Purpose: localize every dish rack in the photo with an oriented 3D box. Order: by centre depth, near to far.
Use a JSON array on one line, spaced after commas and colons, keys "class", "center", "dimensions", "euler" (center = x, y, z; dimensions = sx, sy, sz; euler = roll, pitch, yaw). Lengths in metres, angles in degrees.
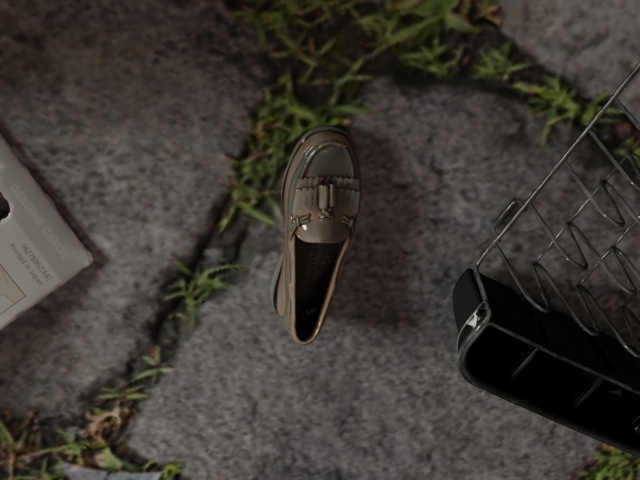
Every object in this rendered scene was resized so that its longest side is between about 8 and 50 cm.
[{"class": "dish rack", "center": [0.217, -0.008, 0.829], "dimensions": [0.208, 0.074, 0.271], "euler": [24, 116, -29]}]

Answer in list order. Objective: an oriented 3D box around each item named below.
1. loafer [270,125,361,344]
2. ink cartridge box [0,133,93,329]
[{"class": "loafer", "center": [0.000, 0.000, 0.801], "dimensions": [0.045, 0.039, 0.125], "euler": [1, 125, -14]}, {"class": "ink cartridge box", "center": [-0.256, 0.008, 0.750], "dimensions": [0.224, 0.056, 0.181], "euler": [-38, 127, -9]}]
